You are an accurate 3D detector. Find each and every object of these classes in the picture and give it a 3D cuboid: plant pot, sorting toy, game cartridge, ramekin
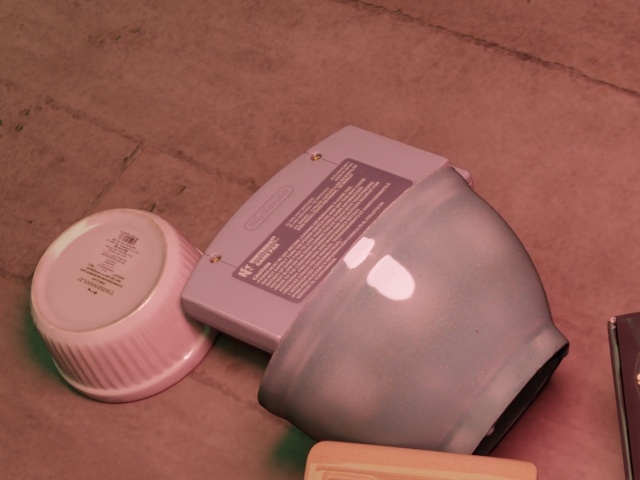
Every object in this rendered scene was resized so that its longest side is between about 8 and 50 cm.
[{"bbox_3d":[0.108,0.105,1.810,0.196,0.293,0.293,40,76,13],"label":"plant pot"},{"bbox_3d":[0.121,0.298,1.666,0.307,0.041,0.229,4,69,19],"label":"sorting toy"},{"bbox_3d":[0.000,0.000,2.034,0.198,0.062,0.297,19,54,40],"label":"game cartridge"},{"bbox_3d":[-0.218,0.062,2.082,0.207,0.109,0.207,-13,50,16],"label":"ramekin"}]

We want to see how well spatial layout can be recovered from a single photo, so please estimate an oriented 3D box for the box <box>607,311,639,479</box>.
[{"bbox_3d":[0.460,0.189,1.640,0.394,0.097,0.318,-10,66,18],"label":"box"}]
